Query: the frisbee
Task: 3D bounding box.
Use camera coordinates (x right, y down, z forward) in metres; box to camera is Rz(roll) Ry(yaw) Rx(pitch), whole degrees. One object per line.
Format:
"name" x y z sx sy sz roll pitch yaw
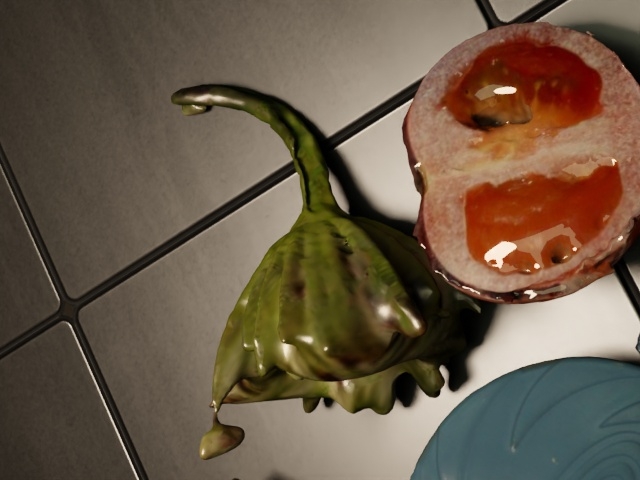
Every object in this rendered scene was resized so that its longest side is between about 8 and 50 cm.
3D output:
"frisbee" 0.201 0.231 1.244 0.289 0.049 0.289 -1 83 6

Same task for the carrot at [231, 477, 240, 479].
"carrot" 0.029 0.297 1.367 0.302 0.114 0.114 21 101 27

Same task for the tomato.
"tomato" 0.174 -0.049 1.272 0.199 0.112 0.228 -12 67 22

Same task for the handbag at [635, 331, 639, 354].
"handbag" 0.360 0.049 1.178 0.260 0.113 0.162 17 104 26

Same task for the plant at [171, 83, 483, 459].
"plant" -0.013 -0.011 1.352 0.251 0.180 0.333 -17 80 17
